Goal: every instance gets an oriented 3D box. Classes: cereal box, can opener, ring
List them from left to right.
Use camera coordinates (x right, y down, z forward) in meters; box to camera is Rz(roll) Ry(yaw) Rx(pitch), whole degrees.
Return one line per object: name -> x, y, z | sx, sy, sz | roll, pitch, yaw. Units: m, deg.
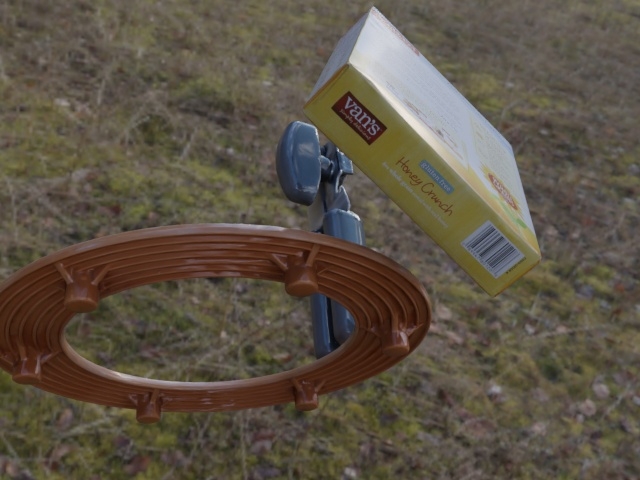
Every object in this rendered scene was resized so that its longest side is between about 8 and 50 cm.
ring -> -0.081, 0.083, 0.653 | 0.337, 0.336, 0.032 | 5, 59, -17
can opener -> 0.000, 0.000, 0.896 | 0.093, 0.074, 0.280 | 12, 48, -27
cereal box -> 0.076, -0.078, 0.622 | 0.173, 0.047, 0.240 | 43, 21, -10
